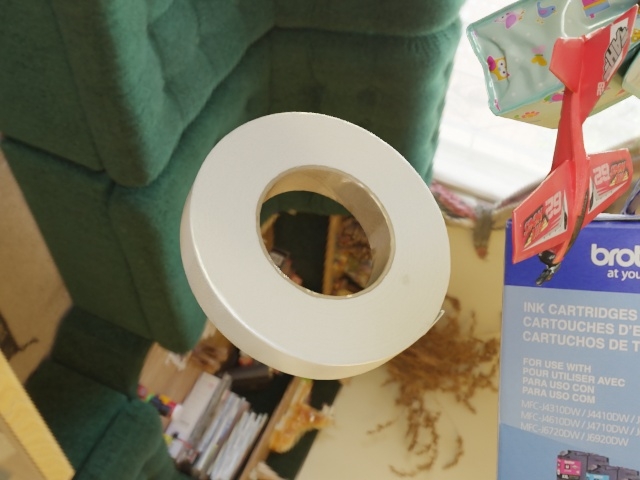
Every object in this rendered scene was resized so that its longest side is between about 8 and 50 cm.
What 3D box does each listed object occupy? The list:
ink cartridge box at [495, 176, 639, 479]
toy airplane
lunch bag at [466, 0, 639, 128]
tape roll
[{"bbox_3d":[0.247,0.114,0.652,0.270,0.151,0.395,-3,94,-65],"label":"ink cartridge box"},{"bbox_3d":[0.129,-0.045,0.395,0.151,0.028,0.151,-32,134,-40],"label":"toy airplane"},{"bbox_3d":[0.362,-0.253,0.997,0.223,0.262,0.160,-3,76,-55],"label":"lunch bag"},{"bbox_3d":[0.000,0.000,1.086,0.392,0.392,0.072,-60,-174,-33],"label":"tape roll"}]
